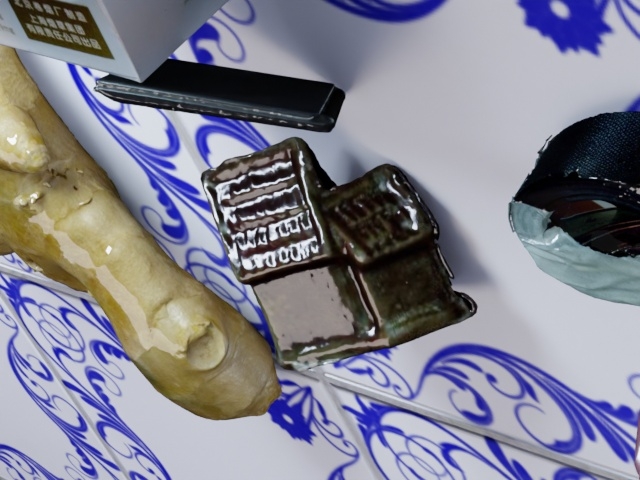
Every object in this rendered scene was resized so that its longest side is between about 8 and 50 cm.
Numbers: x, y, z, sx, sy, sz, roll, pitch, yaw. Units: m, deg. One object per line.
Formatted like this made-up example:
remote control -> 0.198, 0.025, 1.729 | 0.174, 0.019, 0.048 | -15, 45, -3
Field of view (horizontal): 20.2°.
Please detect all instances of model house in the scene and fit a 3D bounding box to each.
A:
model house -> 0.006, -0.002, 1.169 | 0.165, 0.106, 0.152 | -17, 110, 21

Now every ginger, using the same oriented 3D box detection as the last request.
ginger -> -0.195, -0.015, 1.390 | 0.363, 0.122, 0.348 | 42, 165, 26

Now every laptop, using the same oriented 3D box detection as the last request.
laptop -> -0.052, -0.084, 1.023 | 0.129, 0.016, 0.180 | 9, -171, 2

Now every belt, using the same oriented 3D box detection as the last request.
belt -> 0.163, -0.016, 0.948 | 0.105, 0.058, 0.140 | 47, 151, -22

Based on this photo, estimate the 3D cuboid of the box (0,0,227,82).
box -> -0.144, -0.179, 1.020 | 0.243, 0.155, 0.067 | 17, 142, 40

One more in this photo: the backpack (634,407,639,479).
backpack -> 0.233, 0.053, 0.655 | 0.197, 0.317, 0.283 | 6, 138, 50
